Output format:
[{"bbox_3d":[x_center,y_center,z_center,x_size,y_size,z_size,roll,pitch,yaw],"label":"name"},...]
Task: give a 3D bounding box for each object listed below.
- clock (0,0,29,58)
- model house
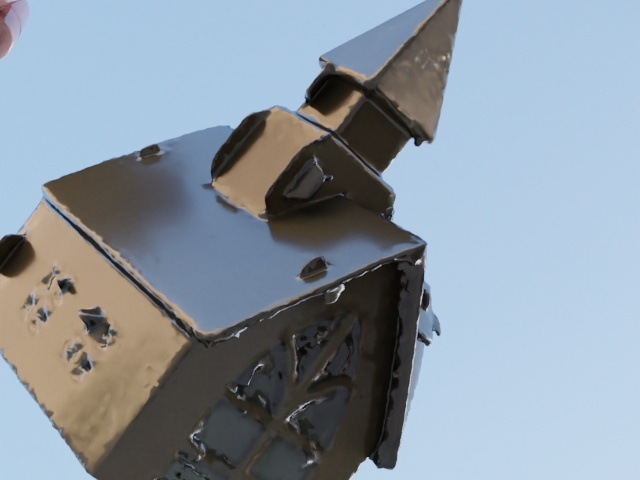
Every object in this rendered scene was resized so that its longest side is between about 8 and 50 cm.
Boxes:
[{"bbox_3d":[-0.204,-0.210,0.756,0.166,0.093,0.162,28,-65,-14],"label":"clock"},{"bbox_3d":[0.000,0.000,0.588,0.176,0.181,0.248,38,-91,-37],"label":"model house"}]
